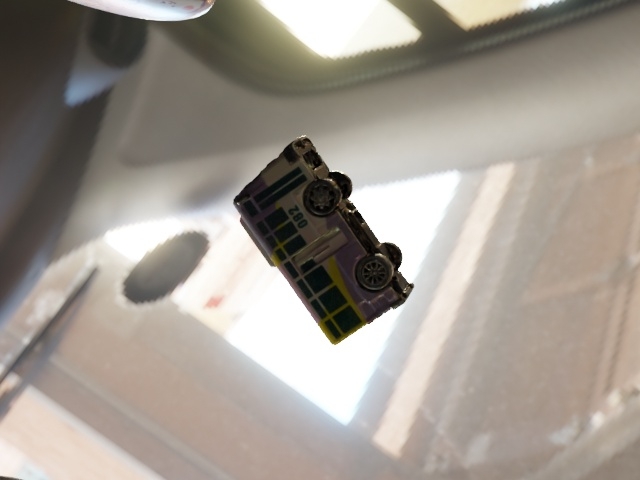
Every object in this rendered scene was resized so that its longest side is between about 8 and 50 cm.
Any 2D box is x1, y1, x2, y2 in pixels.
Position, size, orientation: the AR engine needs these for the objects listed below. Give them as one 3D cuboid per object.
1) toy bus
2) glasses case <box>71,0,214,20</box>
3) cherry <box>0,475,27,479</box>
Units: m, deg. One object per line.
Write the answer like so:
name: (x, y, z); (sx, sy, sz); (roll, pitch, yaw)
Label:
toy bus: (0.000, 0.000, 0.759); (0.058, 0.102, 0.052); (-35, -178, 14)
glasses case: (-0.205, -0.216, 0.944); (0.113, 0.296, 0.075); (6, -102, 63)
cherry: (-0.321, 0.338, 1.180); (0.326, 0.334, 0.291); (11, 80, -70)
